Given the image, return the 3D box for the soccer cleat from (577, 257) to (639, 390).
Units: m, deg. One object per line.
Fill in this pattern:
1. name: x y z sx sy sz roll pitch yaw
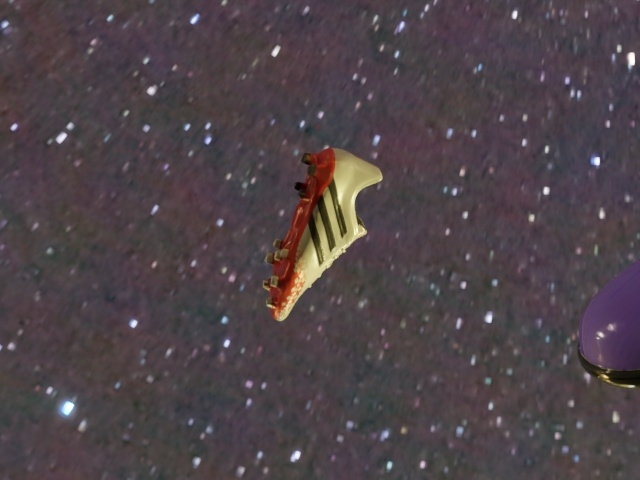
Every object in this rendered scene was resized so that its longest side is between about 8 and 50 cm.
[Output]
1. soccer cleat: 0.258 -0.039 0.669 0.318 0.108 0.116 -30 -66 1

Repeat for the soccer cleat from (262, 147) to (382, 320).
1. soccer cleat: 0.000 0.000 0.557 0.035 0.029 0.083 13 -66 -15
